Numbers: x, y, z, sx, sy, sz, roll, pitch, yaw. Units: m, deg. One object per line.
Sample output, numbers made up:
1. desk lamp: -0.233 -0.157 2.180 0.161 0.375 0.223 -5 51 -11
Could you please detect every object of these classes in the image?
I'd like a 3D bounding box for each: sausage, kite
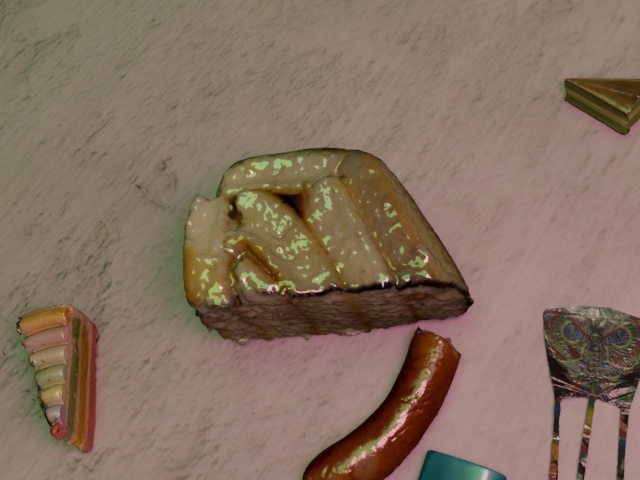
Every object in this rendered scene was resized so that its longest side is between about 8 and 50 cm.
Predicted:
1. sausage: 0.097 0.251 1.191 0.103 0.076 0.302 32 76 31
2. kite: 0.376 0.224 1.171 0.152 0.015 0.285 5 68 15

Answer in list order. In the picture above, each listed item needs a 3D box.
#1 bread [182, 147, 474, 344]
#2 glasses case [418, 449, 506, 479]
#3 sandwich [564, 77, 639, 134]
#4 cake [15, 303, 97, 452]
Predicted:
1. bread: 0.008 -0.005 1.233 0.396 0.239 0.263 -8 66 7
2. glasses case: 0.144 0.434 1.107 0.117 0.070 0.301 15 73 19
3. sandwich: 0.449 -0.232 1.320 0.116 0.074 0.074 38 82 25
4. cake: -0.383 0.204 1.304 0.090 0.109 0.225 -25 63 1
